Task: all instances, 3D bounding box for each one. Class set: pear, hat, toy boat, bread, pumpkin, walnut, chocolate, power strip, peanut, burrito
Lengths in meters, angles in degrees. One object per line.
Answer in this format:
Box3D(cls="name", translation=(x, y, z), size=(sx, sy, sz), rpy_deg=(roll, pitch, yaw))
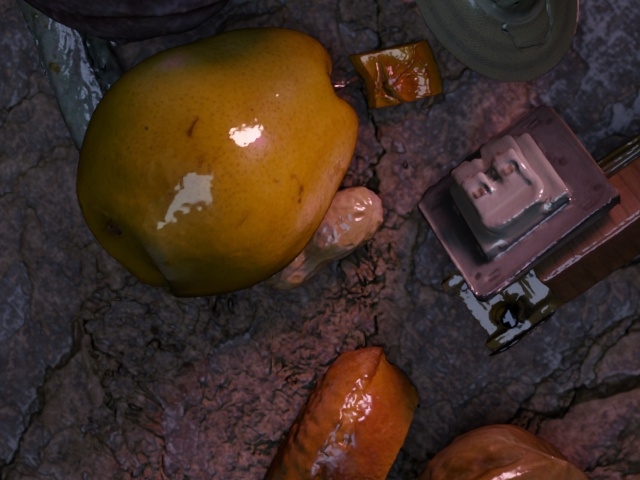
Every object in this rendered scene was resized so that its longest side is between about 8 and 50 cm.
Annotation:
Box3D(cls="pear", translation=(-0.112, -0.095, 1.345), size=(0.285, 0.285, 0.336), rpy_deg=(34, 96, 0))
Box3D(cls="hat", translation=(0.215, -0.311, 1.340), size=(0.110, 0.252, 0.252), rpy_deg=(-34, 96, -30))
Box3D(cls="toy boat", translation=(0.336, -0.041, 1.355), size=(0.445, 0.162, 0.136), rpy_deg=(-36, 92, 12))
Box3D(cls="bread", translation=(0.021, 0.260, 1.462), size=(0.129, 0.134, 0.260), rpy_deg=(30, 103, 0))
Box3D(cls="pumpkin", translation=(0.089, -0.197, 1.421), size=(0.101, 0.035, 0.073), rpy_deg=(-14, 96, 11))
Box3D(cls="walnut", translation=(0.197, 0.353, 1.407), size=(0.283, 0.227, 0.283), rpy_deg=(-15, 132, -17))
Box3D(cls="chocolate", translation=(-0.197, -0.327, 1.328), size=(0.303, 0.303, 0.213), rpy_deg=(-39, 122, 12))
Box3D(cls="power strip", translation=(0.206, -0.059, 1.345), size=(0.198, 0.213, 0.064), rpy_deg=(-40, 129, 11))
Box3D(cls="peanut", translation=(0.000, 0.000, 1.443), size=(0.174, 0.080, 0.080), rpy_deg=(-37, 94, 12))
Box3D(cls="burrito", translation=(-0.287, -0.204, 1.449), size=(0.096, 0.066, 0.309), rpy_deg=(-20, 97, 15))
